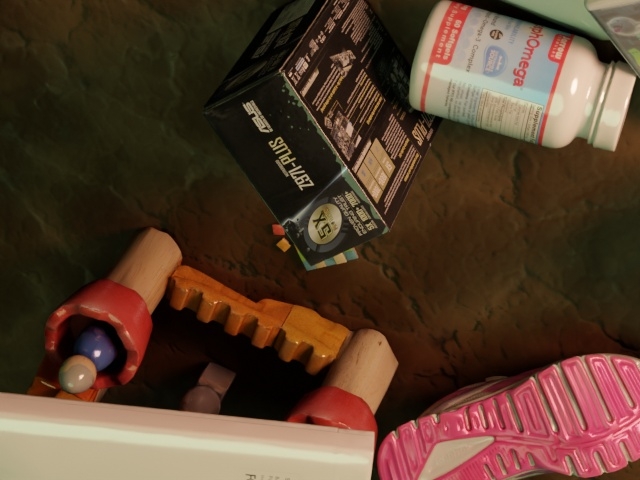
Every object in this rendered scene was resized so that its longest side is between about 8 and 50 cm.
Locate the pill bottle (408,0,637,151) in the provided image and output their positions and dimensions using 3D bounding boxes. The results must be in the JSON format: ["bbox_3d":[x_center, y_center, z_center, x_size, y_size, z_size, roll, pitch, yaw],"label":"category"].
[{"bbox_3d":[0.153,-0.120,1.359,0.160,0.087,0.087,16,126,9],"label":"pill bottle"}]

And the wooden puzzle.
[{"bbox_3d":[0.000,0.000,1.543,0.083,0.006,0.049,-13,116,27],"label":"wooden puzzle"}]

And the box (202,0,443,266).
[{"bbox_3d":[0.006,-0.094,1.371,0.077,0.180,0.147,-24,111,30],"label":"box"}]

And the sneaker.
[{"bbox_3d":[0.171,0.152,1.528,0.252,0.111,0.103,-14,94,5],"label":"sneaker"}]

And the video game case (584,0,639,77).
[{"bbox_3d":[0.307,-0.138,1.267,0.190,0.022,0.173,-7,146,36],"label":"video game case"}]

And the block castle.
[{"bbox_3d":[-0.144,0.240,1.625,0.303,0.213,0.453,26,127,3],"label":"block castle"}]

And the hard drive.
[{"bbox_3d":[-0.118,0.228,1.475,0.307,0.040,0.203,6,121,1],"label":"hard drive"}]

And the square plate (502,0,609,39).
[{"bbox_3d":[0.095,-0.334,1.265,0.347,0.049,0.344,21,127,6],"label":"square plate"}]
